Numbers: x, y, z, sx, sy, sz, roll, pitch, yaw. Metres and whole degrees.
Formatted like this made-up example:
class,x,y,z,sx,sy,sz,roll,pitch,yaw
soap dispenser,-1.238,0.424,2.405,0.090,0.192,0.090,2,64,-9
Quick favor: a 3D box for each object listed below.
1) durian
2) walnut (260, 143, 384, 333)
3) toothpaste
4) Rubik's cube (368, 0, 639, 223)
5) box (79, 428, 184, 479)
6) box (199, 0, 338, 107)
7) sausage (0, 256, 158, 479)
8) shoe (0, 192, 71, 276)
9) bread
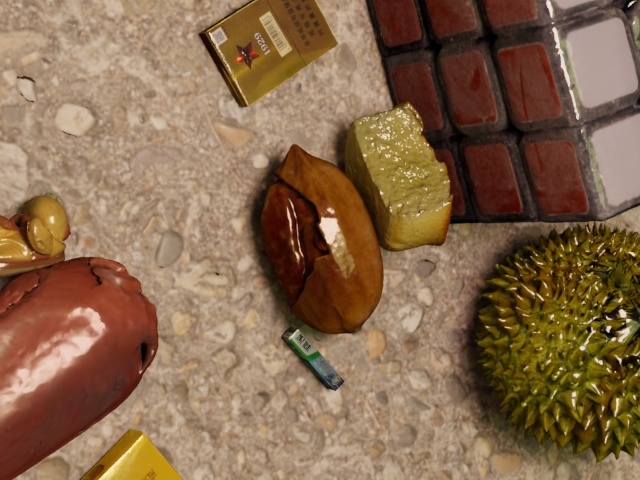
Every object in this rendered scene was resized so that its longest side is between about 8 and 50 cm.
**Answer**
class,x,y,z,sx,sy,sz,roll,pitch,yaw
durian,0.293,0.117,1.575,0.291,0.225,0.291,38,38,-37
walnut,0.000,0.000,1.458,0.116,0.116,0.207,-20,100,-28
toothpaste,-0.008,0.127,1.504,0.017,0.020,0.083,-47,112,-17
Rubik's cube,0.272,-0.199,1.501,0.301,0.305,0.303,-20,102,-28
box,-0.154,0.337,1.409,0.152,0.043,0.269,-45,110,-22
box,-0.052,-0.211,1.475,0.133,0.023,0.090,-38,107,-24
sausage,-0.272,0.122,1.278,0.280,0.152,0.152,-36,108,-26
shoe,-0.279,-0.003,1.317,0.109,0.072,0.069,-16,103,-29
bread,0.080,-0.058,1.496,0.086,0.125,0.156,-15,68,-21
